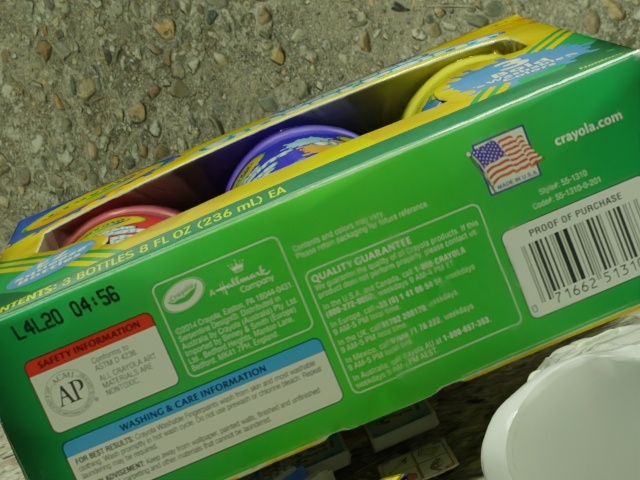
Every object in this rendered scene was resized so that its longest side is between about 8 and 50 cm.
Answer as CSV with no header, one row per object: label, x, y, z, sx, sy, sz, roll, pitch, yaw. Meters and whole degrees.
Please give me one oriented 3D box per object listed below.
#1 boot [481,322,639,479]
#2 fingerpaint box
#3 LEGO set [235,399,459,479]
boot,0.151,0.104,0.923,0.258,0.095,0.123,-14,-5,-42
fingerpaint box,0.000,0.000,1.159,0.445,0.163,0.371,-23,12,0
LEGO set,-0.006,0.149,1.085,0.182,0.060,0.244,-23,7,-1
